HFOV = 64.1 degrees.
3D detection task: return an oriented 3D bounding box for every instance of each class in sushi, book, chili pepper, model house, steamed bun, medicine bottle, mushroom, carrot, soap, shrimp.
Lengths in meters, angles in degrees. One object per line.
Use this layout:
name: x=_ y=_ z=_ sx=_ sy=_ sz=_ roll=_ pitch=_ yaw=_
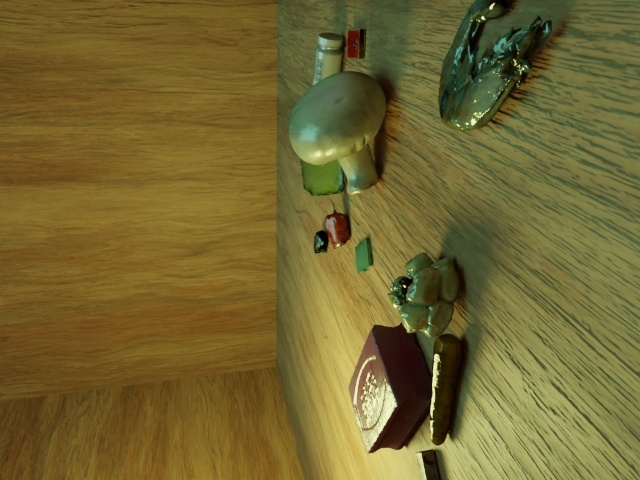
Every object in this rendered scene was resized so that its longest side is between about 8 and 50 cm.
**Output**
sushi: x=0.000 y=0.000 z=2.281 sx=0.083 sy=0.056 sz=0.084 roll=104 pitch=156 yaw=-54
book: x=0.148 y=0.056 z=1.756 sx=0.135 sy=0.017 sz=0.103 roll=132 pitch=135 yaw=-71
chili pepper: x=0.060 y=-0.068 z=1.943 sx=0.084 sy=0.086 sz=0.192 roll=9 pitch=-114 yaw=-75
model house: x=0.033 y=-0.274 z=1.975 sx=0.211 sy=0.170 sz=0.193 roll=-32 pitch=-67 yaw=-73
steamed bun: x=0.229 y=0.113 z=1.166 sx=0.177 sy=0.106 sz=0.192 roll=-114 pitch=45 yaw=-65
medicine bottle: x=0.029 y=-0.652 z=1.866 sx=0.102 sy=0.103 sz=0.186 roll=-110 pitch=20 yaw=-49
mushroom: x=0.041 y=-0.323 z=1.496 sx=0.315 sy=0.315 sz=0.356 roll=-168 pitch=85 yaw=-76
carrot: x=0.286 y=0.357 z=1.183 sx=0.066 sy=0.066 sz=0.314 roll=-122 pitch=27 yaw=-63
soap: x=0.192 y=0.427 z=1.449 sx=0.359 sy=0.128 sz=0.233 roll=102 pitch=159 yaw=-47
shrimp: x=0.294 y=-0.329 z=0.922 sx=0.360 sy=0.085 sz=0.246 roll=170 pitch=103 yaw=-80

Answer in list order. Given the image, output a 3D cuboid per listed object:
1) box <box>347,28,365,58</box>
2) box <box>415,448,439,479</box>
box: x=0.116 y=-0.644 z=1.672 sx=0.133 sy=0.023 sz=0.090 roll=-122 pitch=29 yaw=-64
box: x=0.286 y=0.642 z=1.294 sx=0.050 sy=0.041 sz=0.207 roll=115 pitch=149 yaw=-65
